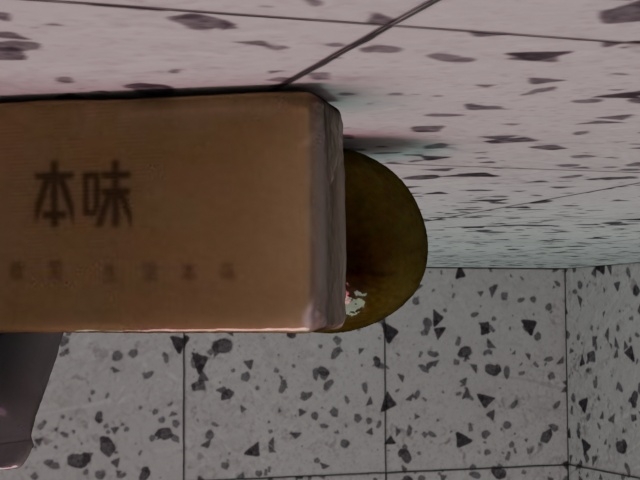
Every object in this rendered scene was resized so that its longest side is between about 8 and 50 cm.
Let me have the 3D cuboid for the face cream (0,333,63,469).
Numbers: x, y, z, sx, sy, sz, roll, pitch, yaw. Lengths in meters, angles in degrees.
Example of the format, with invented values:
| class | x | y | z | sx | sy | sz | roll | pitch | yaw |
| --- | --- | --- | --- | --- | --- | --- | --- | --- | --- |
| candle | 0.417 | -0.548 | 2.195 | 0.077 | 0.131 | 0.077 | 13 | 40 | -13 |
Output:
| class | x | y | z | sx | sy | sz | roll | pitch | yaw |
| --- | --- | --- | --- | --- | --- | --- | --- | --- | --- |
| face cream | -0.288 | 0.053 | 0.960 | 0.235 | 0.137 | 0.420 | -2 | -158 | 0 |

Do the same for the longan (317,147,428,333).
| class | x | y | z | sx | sy | sz | roll | pitch | yaw |
| --- | --- | --- | --- | --- | --- | --- | --- | --- | --- |
| longan | 0.000 | 0.000 | 1.013 | 0.155 | 0.145 | 0.176 | -16 | 178 | 13 |

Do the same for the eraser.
| class | x | y | z | sx | sy | sz | roll | pitch | yaw |
| --- | --- | --- | --- | --- | --- | --- | --- | --- | --- |
| eraser | -0.158 | -0.013 | 0.822 | 0.343 | 0.144 | 0.078 | -2 | 178 | 11 |
